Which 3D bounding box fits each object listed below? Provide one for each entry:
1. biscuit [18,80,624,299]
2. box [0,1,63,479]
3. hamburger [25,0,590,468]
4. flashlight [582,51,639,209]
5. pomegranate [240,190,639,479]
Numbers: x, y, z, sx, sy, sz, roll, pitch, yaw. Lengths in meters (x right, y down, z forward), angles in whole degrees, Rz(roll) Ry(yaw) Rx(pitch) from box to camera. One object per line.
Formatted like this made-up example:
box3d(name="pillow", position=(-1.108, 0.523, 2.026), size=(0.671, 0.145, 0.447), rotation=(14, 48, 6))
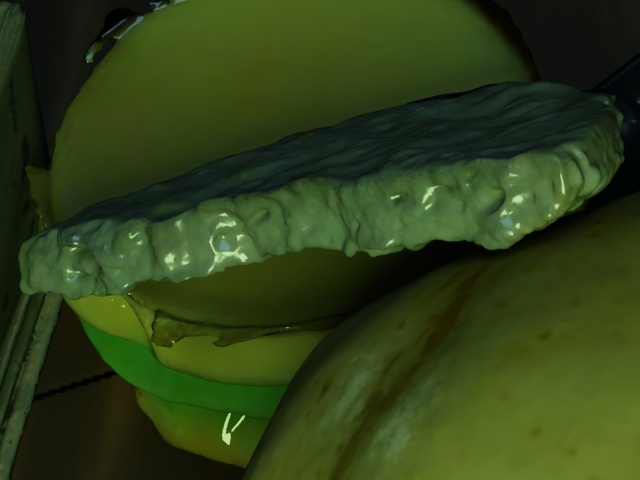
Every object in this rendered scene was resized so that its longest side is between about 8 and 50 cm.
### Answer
box3d(name="biscuit", position=(0.014, -0.023, 0.648), size=(0.250, 0.032, 0.133), rotation=(-9, 15, 41))
box3d(name="box", position=(-0.279, 0.018, 0.768), size=(0.297, 0.190, 0.225), rotation=(7, 55, 7))
box3d(name="hamburger", position=(0.000, 0.000, 0.803), size=(0.237, 0.149, 0.237), rotation=(-6, 50, 7))
box3d(name="flashlight", position=(0.201, -0.086, 0.907), size=(0.232, 0.093, 0.093), rotation=(-39, 61, -21))
box3d(name="pomegranate", position=(0.100, 0.151, 0.573), size=(0.343, 0.342, 0.342), rotation=(0, 53, 1))
